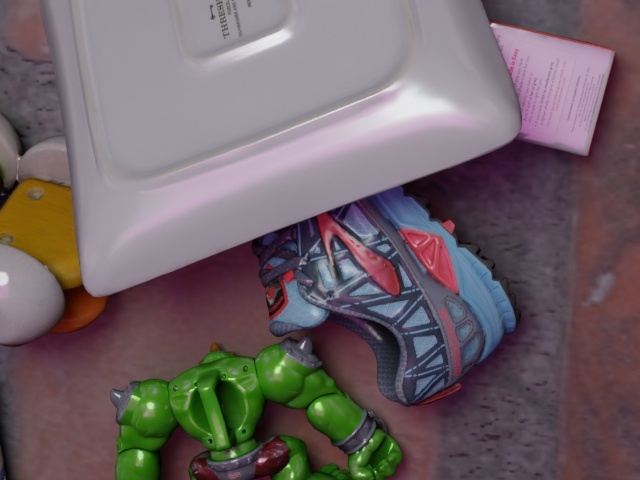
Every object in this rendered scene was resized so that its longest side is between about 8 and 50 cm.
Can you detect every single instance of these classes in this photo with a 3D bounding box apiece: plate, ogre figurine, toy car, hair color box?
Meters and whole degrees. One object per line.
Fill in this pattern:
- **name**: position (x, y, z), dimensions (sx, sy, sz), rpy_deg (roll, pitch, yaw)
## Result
- **plate**: position (-0.046, -0.134, 0.837), dimensions (0.278, 0.045, 0.277), rpy_deg (-20, 60, 11)
- **ogre figurine**: position (-0.055, 0.132, 0.924), dimensions (0.197, 0.097, 0.118), rpy_deg (-10, 108, 21)
- **toy car**: position (-0.223, 0.005, 0.921), dimensions (0.182, 0.159, 0.136), rpy_deg (19, 137, 6)
- **hair color box**: position (0.111, -0.105, 0.889), dimensions (0.141, 0.043, 0.072), rpy_deg (15, 100, 6)

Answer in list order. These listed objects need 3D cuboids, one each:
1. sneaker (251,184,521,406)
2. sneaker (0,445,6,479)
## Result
- **sneaker**: position (0.000, 0.000, 0.871), dimensions (0.262, 0.104, 0.125), rpy_deg (42, 78, 1)
- **sneaker**: position (-0.259, 0.186, 0.975), dimensions (0.080, 0.081, 0.211), rpy_deg (-1, 80, 10)
